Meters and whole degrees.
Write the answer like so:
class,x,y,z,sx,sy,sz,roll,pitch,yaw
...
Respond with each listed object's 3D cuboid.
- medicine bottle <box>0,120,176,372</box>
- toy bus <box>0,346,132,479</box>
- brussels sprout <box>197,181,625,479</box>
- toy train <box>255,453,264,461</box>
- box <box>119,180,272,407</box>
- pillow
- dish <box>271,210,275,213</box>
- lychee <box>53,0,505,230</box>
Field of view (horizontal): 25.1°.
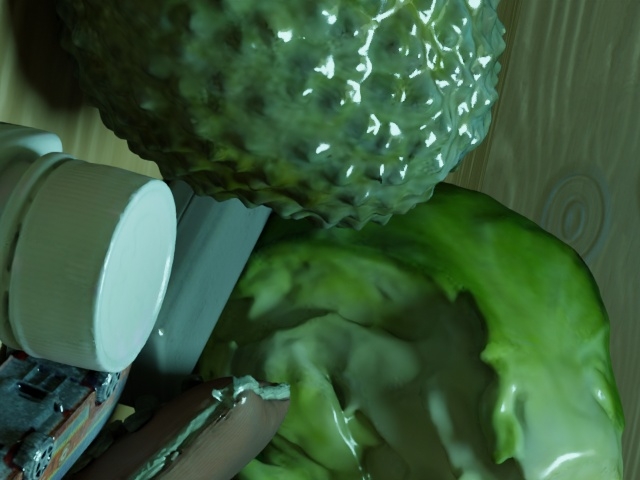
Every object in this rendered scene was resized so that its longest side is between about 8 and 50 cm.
class,x,y,z,sx,sy,sz,roll,pitch,yaw
medicine bottle,-0.144,-0.008,0.479,0.119,0.183,0.069,-44,146,-68
toy bus,-0.167,0.107,0.793,0.192,0.065,0.077,-53,164,-61
brussels sprout,0.092,0.111,1.153,0.314,0.371,0.276,3,124,-48
toy train,-0.001,0.134,1.431,0.301,0.120,0.202,-64,159,-44
box,-0.090,0.006,1.037,0.103,0.055,0.244,91,17,-45
pillow,-0.100,0.139,0.920,0.171,0.075,0.179,-38,172,2
dish,0.000,0.000,1.332,0.190,0.066,0.191,-7,101,-42
lychee,-0.018,-0.138,0.782,0.255,0.274,0.255,-40,163,-15
